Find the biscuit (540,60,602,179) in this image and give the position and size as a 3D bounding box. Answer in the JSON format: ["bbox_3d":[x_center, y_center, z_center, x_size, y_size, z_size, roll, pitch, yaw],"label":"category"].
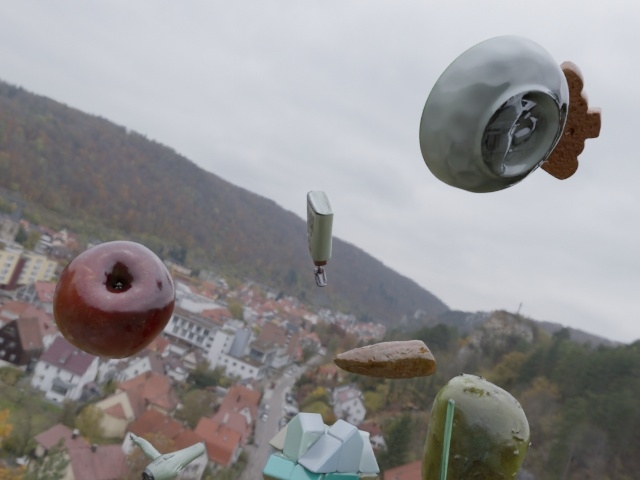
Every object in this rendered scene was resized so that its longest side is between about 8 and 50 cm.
[{"bbox_3d":[0.466,-0.259,1.302,0.306,0.043,0.284,-1,-52,15],"label":"biscuit"}]

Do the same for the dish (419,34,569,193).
[{"bbox_3d":[0.364,-0.219,1.123,0.324,0.324,0.124,25,19,-34],"label":"dish"}]

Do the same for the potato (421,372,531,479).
[{"bbox_3d":[0.319,0.442,1.221,0.210,0.308,0.173,19,-3,14],"label":"potato"}]

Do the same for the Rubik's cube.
[{"bbox_3d":[-0.013,0.473,1.228,0.265,0.213,0.224,14,-5,-28],"label":"Rubik's cube"}]

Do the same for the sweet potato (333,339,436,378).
[{"bbox_3d":[0.159,0.297,1.430,0.251,0.097,0.097,-4,-12,13],"label":"sweet potato"}]

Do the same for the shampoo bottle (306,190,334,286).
[{"bbox_3d":[0.000,0.000,1.737,0.071,0.284,0.153,-9,36,-10],"label":"shampoo bottle"}]

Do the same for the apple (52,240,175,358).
[{"bbox_3d":[-0.387,0.114,1.091,0.218,0.218,0.201,23,-28,-11],"label":"apple"}]

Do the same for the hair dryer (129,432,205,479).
[{"bbox_3d":[-0.498,0.699,1.906,0.218,0.088,0.225,0,23,-33],"label":"hair dryer"}]

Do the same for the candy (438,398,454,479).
[{"bbox_3d":[0.215,0.420,1.010,0.092,0.336,0.093,16,27,36],"label":"candy"}]
